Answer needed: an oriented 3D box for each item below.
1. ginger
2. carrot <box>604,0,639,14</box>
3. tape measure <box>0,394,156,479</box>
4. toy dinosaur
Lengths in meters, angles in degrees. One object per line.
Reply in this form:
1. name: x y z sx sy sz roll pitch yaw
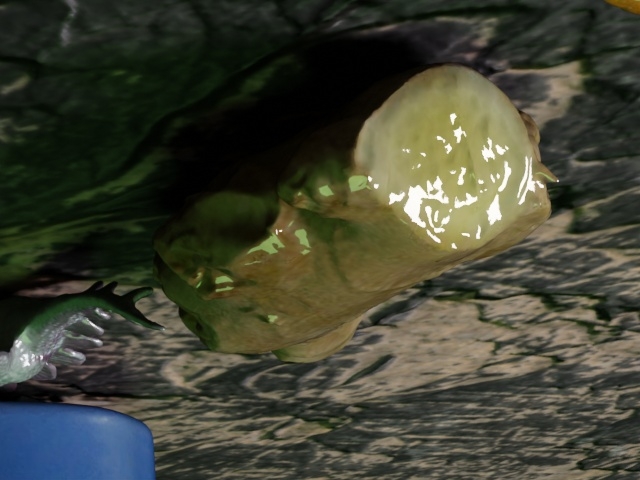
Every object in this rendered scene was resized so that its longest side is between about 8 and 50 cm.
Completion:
1. ginger: -0.004 -0.001 0.709 0.137 0.074 0.213 4 161 -29
2. carrot: 0.174 -0.086 0.619 0.190 0.037 0.037 4 155 -20
3. tape measure: -0.204 0.120 0.835 0.215 0.098 0.351 -7 168 11
4. toy dinosaur: -0.133 0.043 0.796 0.209 0.039 0.082 -14 169 43
